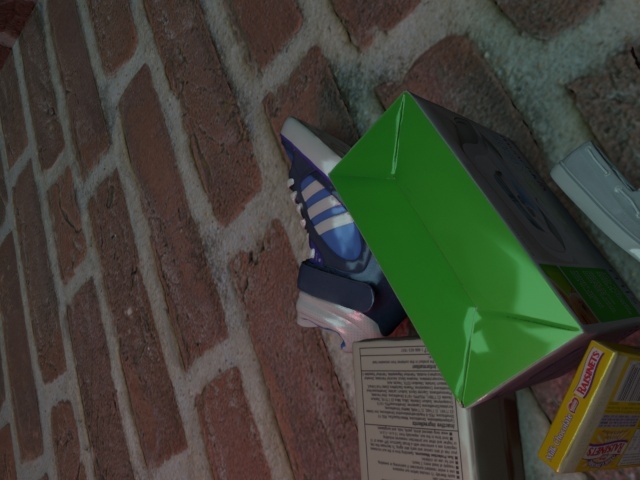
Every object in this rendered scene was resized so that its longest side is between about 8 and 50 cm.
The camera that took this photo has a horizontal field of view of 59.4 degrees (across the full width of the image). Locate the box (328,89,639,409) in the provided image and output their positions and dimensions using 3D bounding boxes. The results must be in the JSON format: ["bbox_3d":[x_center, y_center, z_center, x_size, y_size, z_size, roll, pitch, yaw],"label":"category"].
[{"bbox_3d":[0.169,0.009,0.562,0.127,0.231,0.262,-45,58,30],"label":"box"}]

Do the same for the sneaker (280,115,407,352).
[{"bbox_3d":[0.001,0.000,0.778,0.323,0.130,0.236,46,110,29],"label":"sneaker"}]

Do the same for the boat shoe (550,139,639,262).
[{"bbox_3d":[0.313,-0.030,0.558,0.063,0.066,0.184,-51,46,26],"label":"boat shoe"}]

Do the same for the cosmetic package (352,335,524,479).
[{"bbox_3d":[0.137,0.256,0.632,0.153,0.129,0.296,-9,79,40],"label":"cosmetic package"}]

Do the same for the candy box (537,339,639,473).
[{"bbox_3d":[0.273,0.142,0.475,0.027,0.206,0.105,38,111,53],"label":"candy box"}]
